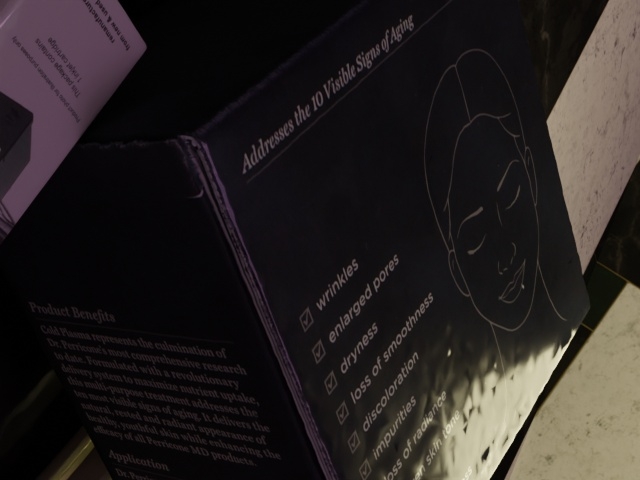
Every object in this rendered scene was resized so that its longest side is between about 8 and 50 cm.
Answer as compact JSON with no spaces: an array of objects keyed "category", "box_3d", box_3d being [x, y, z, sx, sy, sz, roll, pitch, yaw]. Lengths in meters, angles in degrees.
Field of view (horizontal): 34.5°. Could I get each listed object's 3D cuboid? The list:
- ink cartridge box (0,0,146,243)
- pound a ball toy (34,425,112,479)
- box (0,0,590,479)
[{"category":"ink cartridge box","box_3d":[-0.290,-0.080,0.670,0.289,0.211,0.121,-57,150,-17]},{"category":"pound a ball toy","box_3d":[-0.204,0.188,1.085,0.319,0.136,0.208,-52,124,-30]},{"category":"box","box_3d":[0.000,0.000,0.968,0.480,0.298,0.471,-46,128,-42]}]
